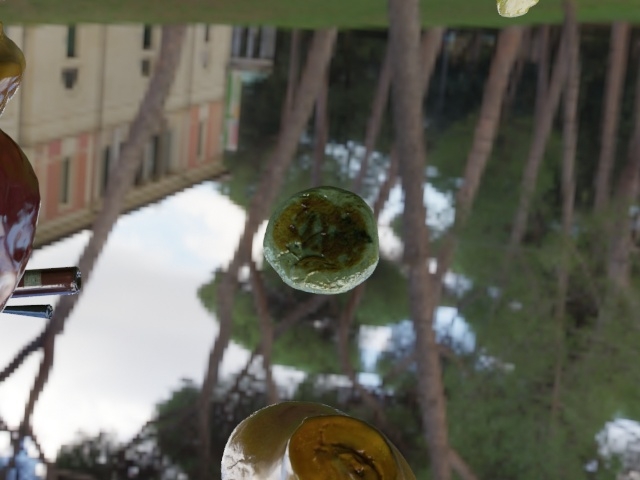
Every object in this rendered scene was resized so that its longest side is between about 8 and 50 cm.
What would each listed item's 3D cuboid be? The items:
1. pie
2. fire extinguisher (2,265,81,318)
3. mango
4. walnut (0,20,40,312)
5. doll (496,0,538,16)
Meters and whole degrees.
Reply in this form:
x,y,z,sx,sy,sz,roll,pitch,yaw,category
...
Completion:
x,y,z,sx,sy,sz,roll,pitch,yaw,category
0.000,0.000,1.001,0.085,0.085,0.017,6,164,7,pie
-0.257,0.047,1.210,0.100,0.046,0.032,-5,173,4,fire extinguisher
0.003,0.229,1.234,0.144,0.187,0.359,-34,-175,-15,mango
-0.278,-0.040,0.677,0.269,0.244,0.222,-2,-127,-48,walnut
0.145,-0.414,1.585,0.145,0.199,0.363,-10,-119,-34,doll
